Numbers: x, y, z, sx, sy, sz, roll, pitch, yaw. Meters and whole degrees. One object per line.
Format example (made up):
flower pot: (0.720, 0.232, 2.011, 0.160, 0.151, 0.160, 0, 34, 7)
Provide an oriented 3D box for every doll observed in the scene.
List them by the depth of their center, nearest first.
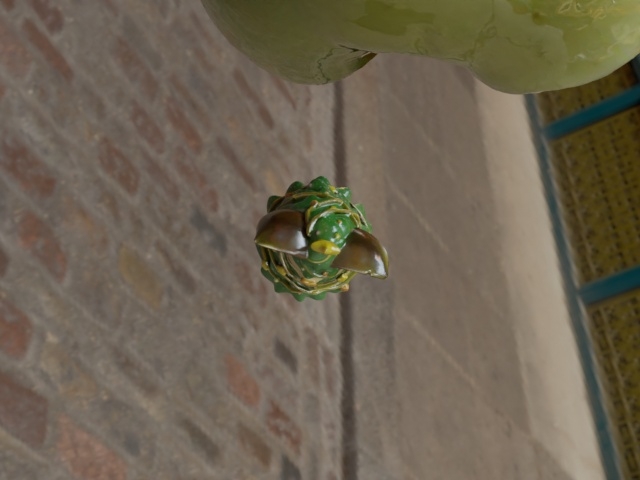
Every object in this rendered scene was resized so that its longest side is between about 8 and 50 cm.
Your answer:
doll: (0.002, -0.010, 0.633, 0.113, 0.078, 0.076, 123, -18, -74)

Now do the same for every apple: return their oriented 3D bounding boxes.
apple: (0.077, -0.277, 0.693, 0.311, 0.320, 0.360, 150, -47, -78)
